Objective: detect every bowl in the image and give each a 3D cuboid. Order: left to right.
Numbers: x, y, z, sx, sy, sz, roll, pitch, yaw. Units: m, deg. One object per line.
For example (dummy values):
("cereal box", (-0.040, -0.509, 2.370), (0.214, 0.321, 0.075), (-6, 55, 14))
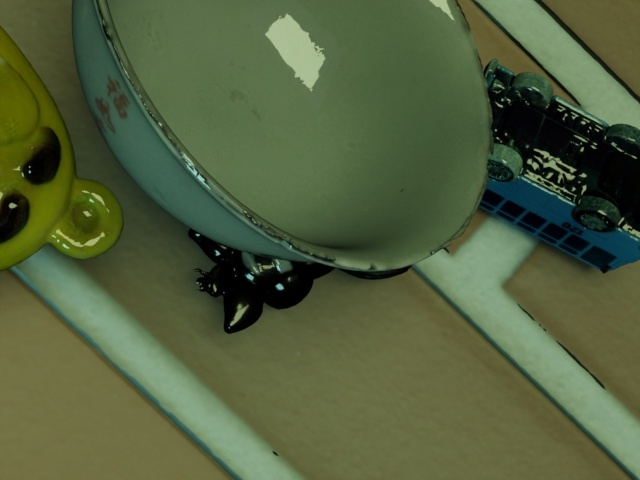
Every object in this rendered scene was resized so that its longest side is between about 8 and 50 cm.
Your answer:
("bowl", (-0.054, -0.114, 0.881), (0.346, 0.157, 0.345), (23, 53, -35))

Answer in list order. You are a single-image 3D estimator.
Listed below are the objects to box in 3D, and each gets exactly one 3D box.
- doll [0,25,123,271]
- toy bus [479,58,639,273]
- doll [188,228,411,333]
("doll", (-0.354, -0.136, 0.844), (0.423, 0.161, 0.348), (-4, 74, -12))
("toy bus", (0.189, -0.054, 1.016), (0.185, 0.106, 0.090), (28, 67, -3))
("doll", (0.000, 0.000, 0.966), (0.219, 0.067, 0.091), (-18, 80, -26))
